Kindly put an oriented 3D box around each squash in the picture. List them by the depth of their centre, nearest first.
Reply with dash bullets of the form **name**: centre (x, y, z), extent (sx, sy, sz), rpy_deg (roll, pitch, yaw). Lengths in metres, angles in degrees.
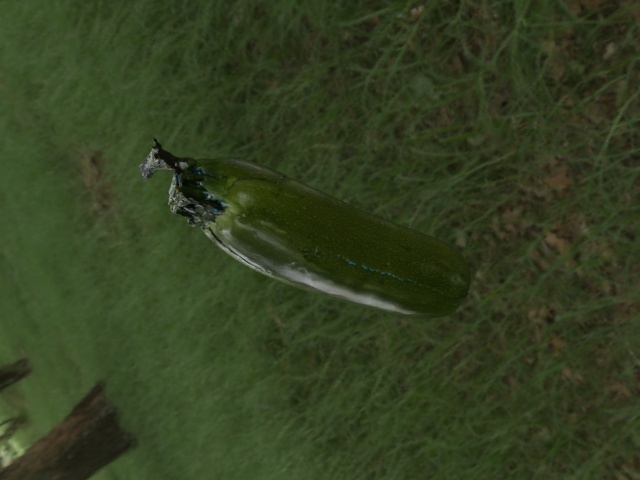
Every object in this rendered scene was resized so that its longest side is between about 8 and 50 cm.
- **squash**: centre (0.000, 0.002, 0.646), extent (0.087, 0.331, 0.087), rpy_deg (-26, 54, 42)
